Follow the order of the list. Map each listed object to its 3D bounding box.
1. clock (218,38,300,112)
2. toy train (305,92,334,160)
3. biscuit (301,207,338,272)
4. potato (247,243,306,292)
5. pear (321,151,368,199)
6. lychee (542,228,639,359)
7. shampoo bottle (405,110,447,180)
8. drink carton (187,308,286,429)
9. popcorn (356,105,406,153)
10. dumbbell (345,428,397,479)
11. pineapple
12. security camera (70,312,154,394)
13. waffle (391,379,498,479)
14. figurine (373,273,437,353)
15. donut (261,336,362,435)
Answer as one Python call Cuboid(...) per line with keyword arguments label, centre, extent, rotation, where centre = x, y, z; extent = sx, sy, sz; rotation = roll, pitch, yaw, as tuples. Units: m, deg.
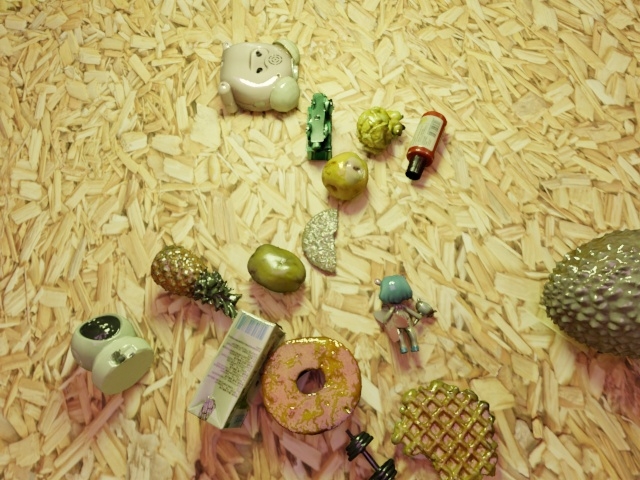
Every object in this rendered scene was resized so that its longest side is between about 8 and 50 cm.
Cuboid(label="clock", centre=(-0.246, -0.691, 1.736), extent=(0.325, 0.184, 0.342), rotation=(0, 72, -1))
Cuboid(label="toy train", centre=(0.001, -0.442, 1.613), extent=(0.115, 0.154, 0.269), rotation=(-2, 66, 5))
Cuboid(label="biscuit", centre=(-0.003, -0.003, 1.495), extent=(0.133, 0.032, 0.250), rotation=(1, 68, 6))
Cuboid(label="potato", centre=(-0.147, 0.097, 1.406), extent=(0.200, 0.137, 0.154), rotation=(31, 72, 17))
Cuboid(label="pear", centre=(0.095, -0.239, 1.515), extent=(0.178, 0.178, 0.178), rotation=(-2, 67, 4))
Cuboid(label="lychee", centre=(0.870, 0.146, 1.182), extent=(0.432, 0.380, 0.380), rotation=(-8, 65, 21))
Cuboid(label="shampoo bottle", centre=(0.391, -0.353, 1.572), extent=(0.104, 0.104, 0.278), rotation=(20, 70, 12))
Cuboid(label="drink carton", centre=(-0.243, 0.386, 1.260), extent=(0.132, 0.194, 0.325), rotation=(21, 71, 14))
Cuboid(label="popcorn", centre=(0.225, -0.442, 1.594), extent=(0.195, 0.168, 0.173), rotation=(-45, 33, -24))
Cuboid(label="dumbbell", centre=(0.144, 0.627, 1.181), extent=(0.099, 0.099, 0.208), rotation=(-40, 69, -12))
Cuboid(label="pineapple", centre=(-0.398, 0.149, 1.396), extent=(0.340, 0.169, 0.169), rotation=(29, 72, 12))
Cuboid(label="security camera", centre=(-0.674, 0.343, 1.321), extent=(0.236, 0.194, 0.194), rotation=(37, 74, 23))
Cuboid(label="waffle", centre=(0.369, 0.565, 1.213), extent=(0.300, 0.058, 0.282), rotation=(15, 68, 12))
Cuboid(label="figurine", centre=(0.278, 0.227, 1.336), extent=(0.205, 0.103, 0.260), rotation=(-11, 66, 0))
Cuboid(label="donut", centre=(-0.024, 0.437, 1.268), extent=(0.302, 0.110, 0.303), rotation=(-1, 66, 3))
